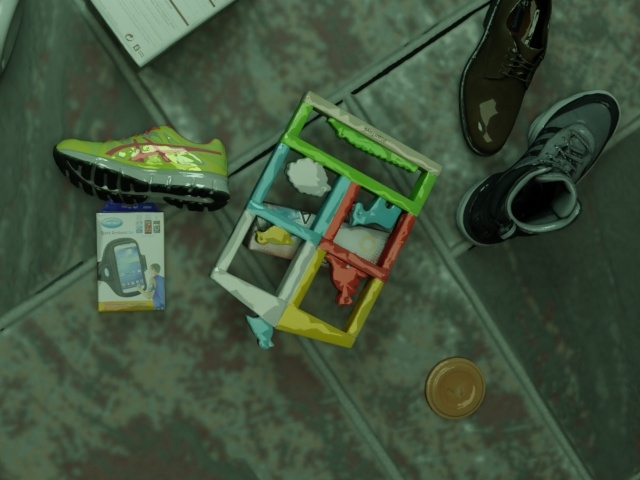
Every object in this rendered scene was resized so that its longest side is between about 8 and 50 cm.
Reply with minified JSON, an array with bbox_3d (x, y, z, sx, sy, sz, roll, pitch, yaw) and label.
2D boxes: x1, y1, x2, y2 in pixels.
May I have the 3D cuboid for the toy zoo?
[{"bbox_3d":[-0.002,-0.003,1.165,0.192,0.030,0.293,27,87,-13],"label":"toy zoo"}]

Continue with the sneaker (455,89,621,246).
[{"bbox_3d":[0.298,-0.087,1.222,0.268,0.153,0.101,-43,103,-6],"label":"sneaker"}]

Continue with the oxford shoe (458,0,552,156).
[{"bbox_3d":[0.232,-0.216,1.227,0.083,0.096,0.227,11,94,-15],"label":"oxford shoe"}]

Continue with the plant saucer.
[{"bbox_3d":[0.179,0.196,1.293,0.084,0.013,0.083,-1,95,-12],"label":"plant saucer"}]

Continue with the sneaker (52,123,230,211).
[{"bbox_3d":[-0.207,-0.096,1.155,0.209,0.081,0.094,10,65,-10],"label":"sneaker"}]

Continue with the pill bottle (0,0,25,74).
[{"bbox_3d":[-0.440,-0.260,1.059,0.215,0.117,0.117,16,91,-14],"label":"pill bottle"}]

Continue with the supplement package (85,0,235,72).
[{"bbox_3d":[-0.168,-0.288,1.124,0.179,0.105,0.105,-37,102,-7],"label":"supplement package"}]

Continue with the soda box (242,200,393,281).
[{"bbox_3d":[0.000,0.000,1.213,0.183,0.058,0.063,13,92,-14],"label":"soda box"}]

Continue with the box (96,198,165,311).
[{"bbox_3d":[-0.228,0.017,1.179,0.081,0.028,0.136,-2,97,-12],"label":"box"}]
